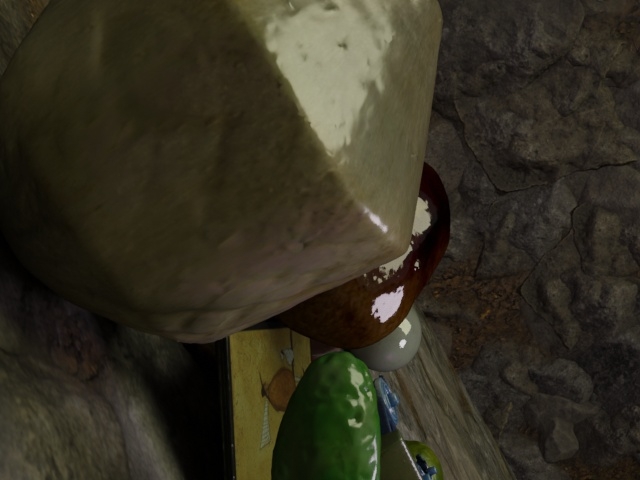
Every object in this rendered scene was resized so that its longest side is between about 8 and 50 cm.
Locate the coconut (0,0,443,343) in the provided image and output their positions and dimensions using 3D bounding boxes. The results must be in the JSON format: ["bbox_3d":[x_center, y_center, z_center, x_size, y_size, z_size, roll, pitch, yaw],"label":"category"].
[{"bbox_3d":[-0.079,-0.114,0.871,0.344,0.415,0.415,56,12,-30],"label":"coconut"}]

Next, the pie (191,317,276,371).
[{"bbox_3d":[-0.125,0.025,1.218,0.315,0.092,0.315,59,12,-21],"label":"pie"}]

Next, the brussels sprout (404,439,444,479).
[{"bbox_3d":[0.141,0.390,1.569,0.155,0.117,0.155,159,-90,-79],"label":"brussels sprout"}]

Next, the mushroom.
[{"bbox_3d":[0.000,0.000,1.190,0.345,0.259,0.345,24,37,-19],"label":"mushroom"}]

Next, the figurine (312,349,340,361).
[{"bbox_3d":[-0.004,0.175,1.512,0.083,0.071,0.067,-80,-175,-62],"label":"figurine"}]

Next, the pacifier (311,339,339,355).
[{"bbox_3d":[0.014,0.024,1.488,0.273,0.220,0.332,79,-7,-51],"label":"pacifier"}]

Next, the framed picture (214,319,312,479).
[{"bbox_3d":[-0.048,0.213,1.076,0.339,0.014,0.255,18,68,-76],"label":"framed picture"}]

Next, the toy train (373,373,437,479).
[{"bbox_3d":[0.085,0.329,1.328,0.202,0.131,0.299,-102,168,-62],"label":"toy train"}]

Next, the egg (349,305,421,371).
[{"bbox_3d":[0.118,0.168,1.920,0.151,0.151,0.209,59,5,-24],"label":"egg"}]

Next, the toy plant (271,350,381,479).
[{"bbox_3d":[0.031,0.312,0.845,0.356,0.211,0.317,44,60,-32],"label":"toy plant"}]
